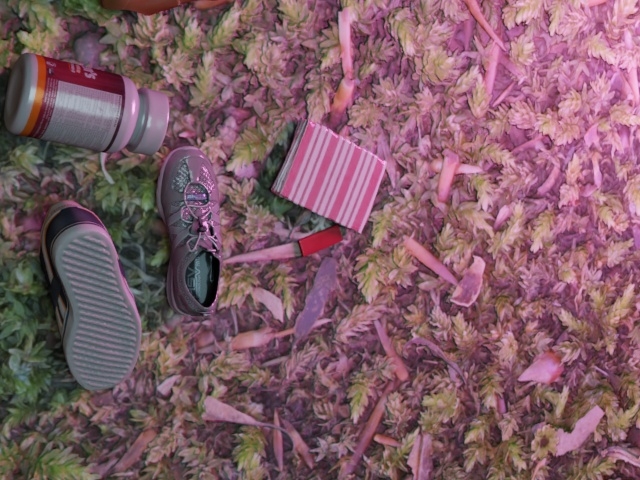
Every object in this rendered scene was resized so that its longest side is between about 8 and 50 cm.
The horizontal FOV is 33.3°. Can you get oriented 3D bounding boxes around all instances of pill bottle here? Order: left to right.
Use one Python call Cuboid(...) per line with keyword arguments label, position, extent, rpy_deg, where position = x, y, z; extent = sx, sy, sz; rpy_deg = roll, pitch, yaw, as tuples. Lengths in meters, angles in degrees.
Cuboid(label="pill bottle", position=(-0.347, -0.197, 1.595), extent=(0.221, 0.121, 0.121), rpy_deg=(10, 93, -30))

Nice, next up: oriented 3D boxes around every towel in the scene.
Cuboid(label="towel", position=(0.019, -0.111, 1.867), extent=(0.197, 0.029, 0.144), rpy_deg=(25, 83, -30))

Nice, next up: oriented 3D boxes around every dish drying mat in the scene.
Cuboid(label="dish drying mat", position=(0.000, 0.000, 1.882), extent=(0.083, 0.008, 0.032), rpy_deg=(-22, 107, -23))

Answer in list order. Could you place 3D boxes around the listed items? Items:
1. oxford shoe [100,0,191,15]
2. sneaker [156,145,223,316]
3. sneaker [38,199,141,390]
Cuboid(label="oxford shoe", position=(-0.245, -0.387, 1.665), extent=(0.212, 0.076, 0.076), rpy_deg=(-4, 130, -31))
Cuboid(label="sneaker", position=(-0.191, -0.011, 1.712), extent=(0.105, 0.115, 0.281), rpy_deg=(-10, 102, -27))
Cuboid(label="sneaker", position=(-0.353, 0.080, 1.644), extent=(0.126, 0.127, 0.321), rpy_deg=(-14, 129, -20))
